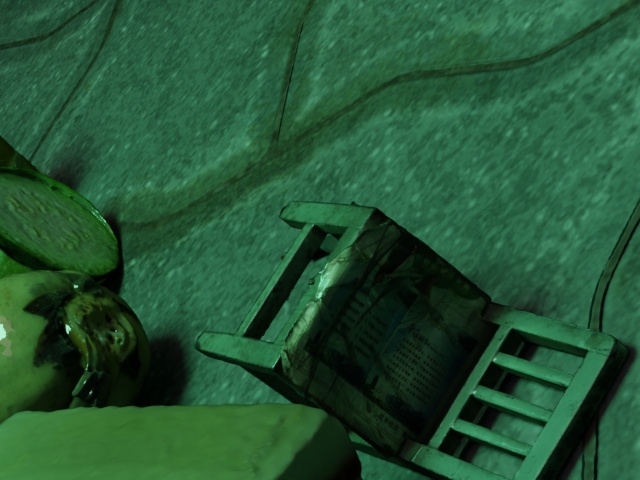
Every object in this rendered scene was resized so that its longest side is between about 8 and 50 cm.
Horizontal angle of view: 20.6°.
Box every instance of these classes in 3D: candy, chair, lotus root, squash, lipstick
[{"bbox_3d":[-0.129,0.204,1.194,0.320,0.135,0.179,-7,24,37],"label":"candy"},{"bbox_3d":[0.051,0.070,1.195,0.136,0.147,0.270,-57,27,-12],"label":"chair"},{"bbox_3d":[-0.289,0.143,1.574,0.310,0.183,0.183,-36,31,28],"label":"lotus root"},{"bbox_3d":[-0.298,0.012,1.779,0.123,0.170,0.170,-50,25,30],"label":"squash"},{"bbox_3d":[0.000,0.000,1.481,0.107,0.025,0.025,-28,35,45],"label":"lipstick"}]

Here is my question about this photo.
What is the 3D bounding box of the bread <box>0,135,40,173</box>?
[{"bbox_3d":[-0.425,-0.020,1.906,0.111,0.239,0.246,19,70,43],"label":"bread"}]
